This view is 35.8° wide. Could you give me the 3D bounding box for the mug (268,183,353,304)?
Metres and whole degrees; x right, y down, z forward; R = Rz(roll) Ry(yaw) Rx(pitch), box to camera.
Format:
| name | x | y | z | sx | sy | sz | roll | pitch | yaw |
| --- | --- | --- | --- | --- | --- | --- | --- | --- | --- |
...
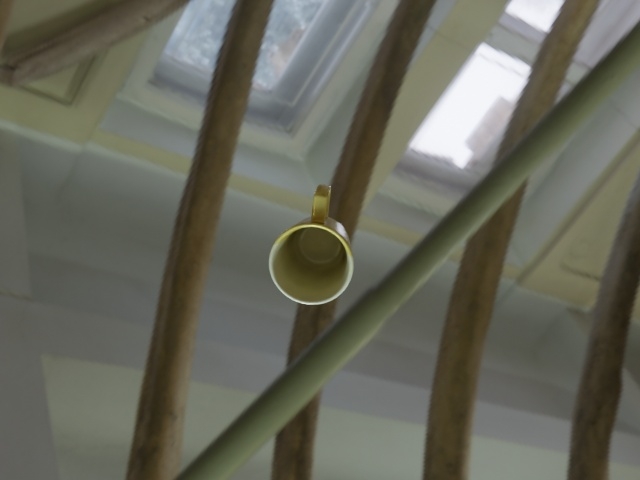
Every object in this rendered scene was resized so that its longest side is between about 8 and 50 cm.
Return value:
| name | x | y | z | sx | sy | sz | roll | pitch | yaw |
| --- | --- | --- | --- | --- | --- | --- | --- | --- | --- |
| mug | 0.001 | 0.004 | 0.752 | 0.062 | 0.078 | 0.064 | 38 | -164 | -4 |
